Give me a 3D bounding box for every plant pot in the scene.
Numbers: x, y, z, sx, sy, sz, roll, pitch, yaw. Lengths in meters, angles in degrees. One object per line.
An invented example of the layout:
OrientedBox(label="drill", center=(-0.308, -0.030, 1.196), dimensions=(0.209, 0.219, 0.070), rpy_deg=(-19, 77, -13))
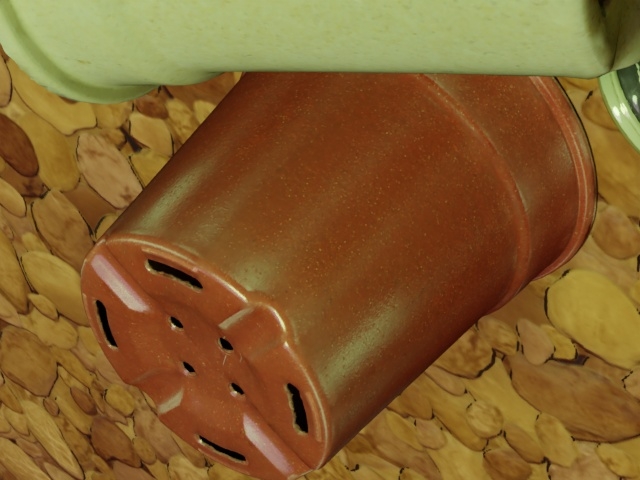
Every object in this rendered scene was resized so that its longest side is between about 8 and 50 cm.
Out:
OrientedBox(label="plant pot", center=(0.029, -0.213, 0.965), dimensions=(0.305, 0.334, 0.334), rpy_deg=(12, 136, 25))
OrientedBox(label="plant pot", center=(0.000, 0.000, 1.239), dimensions=(0.272, 0.265, 0.272), rpy_deg=(28, 143, 23))

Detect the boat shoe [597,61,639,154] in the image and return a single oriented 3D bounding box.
OrientedBox(label="boat shoe", center=(0.247, -0.060, 1.031), dimensions=(0.223, 0.080, 0.073), rpy_deg=(25, 138, -33))
